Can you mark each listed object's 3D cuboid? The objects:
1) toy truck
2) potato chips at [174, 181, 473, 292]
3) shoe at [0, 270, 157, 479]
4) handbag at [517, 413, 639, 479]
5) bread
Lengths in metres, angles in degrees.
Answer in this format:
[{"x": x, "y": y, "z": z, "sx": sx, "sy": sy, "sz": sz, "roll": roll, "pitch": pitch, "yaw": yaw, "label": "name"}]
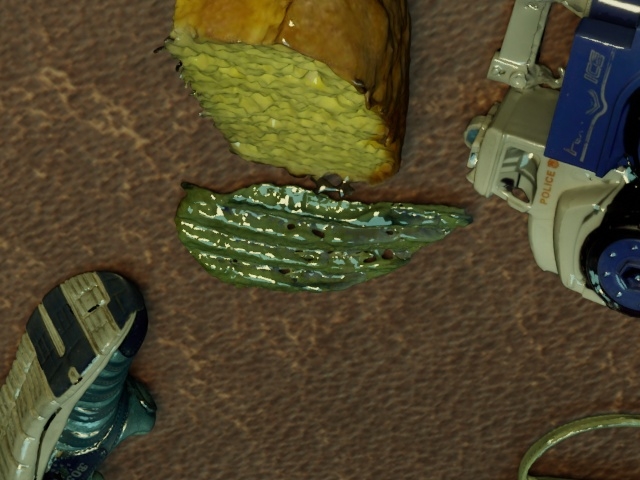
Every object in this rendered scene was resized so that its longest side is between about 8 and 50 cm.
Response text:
[{"x": 0.183, "y": -0.071, "z": 1.093, "sx": 0.177, "sy": 0.161, "sz": 0.213, "roll": 18, "pitch": 126, "yaw": 10, "label": "toy truck"}, {"x": 0.000, "y": -0.001, "z": 1.203, "sx": 0.208, "sy": 0.028, "sz": 0.092, "roll": 4, "pitch": 127, "yaw": -2, "label": "potato chips"}, {"x": -0.172, "y": 0.113, "z": 1.255, "sx": 0.106, "sy": 0.091, "sz": 0.207, "roll": 6, "pitch": 125, "yaw": -33, "label": "shoe"}, {"x": 0.264, "y": 0.234, "z": 1.354, "sx": 0.256, "sy": 0.079, "sz": 0.219, "roll": 7, "pitch": 115, "yaw": -6, "label": "handbag"}, {"x": -0.008, "y": -0.128, "z": 1.040, "sx": 0.129, "sy": 0.134, "sz": 0.260, "roll": 10, "pitch": 165, "yaw": 10, "label": "bread"}]
